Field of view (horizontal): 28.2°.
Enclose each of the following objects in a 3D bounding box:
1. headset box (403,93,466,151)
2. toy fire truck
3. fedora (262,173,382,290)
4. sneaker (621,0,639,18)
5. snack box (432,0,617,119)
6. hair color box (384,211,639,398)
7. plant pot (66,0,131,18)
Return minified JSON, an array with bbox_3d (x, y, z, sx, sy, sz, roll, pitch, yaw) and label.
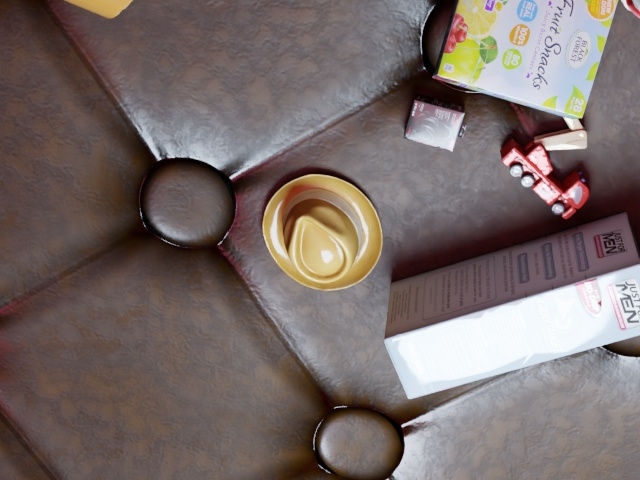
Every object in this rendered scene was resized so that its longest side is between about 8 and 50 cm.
[{"bbox_3d":[0.167,-0.168,1.832,0.083,0.032,0.062,16,116,0],"label":"headset box"},{"bbox_3d":[0.332,-0.135,1.821,0.192,0.047,0.135,40,112,-13],"label":"toy fire truck"},{"bbox_3d":[0.000,0.000,1.904,0.194,0.079,0.194,2,115,5],"label":"fedora"},{"bbox_3d":[0.415,-0.338,1.599,0.314,0.136,0.116,29,140,36],"label":"sneaker"},{"bbox_3d":[0.276,-0.275,1.720,0.207,0.070,0.175,15,94,-3],"label":"snack box"},{"bbox_3d":[0.289,0.094,1.857,0.374,0.185,0.114,-18,112,14],"label":"hair color box"},{"bbox_3d":[-0.324,-0.401,1.699,0.188,0.205,0.205,33,115,-27],"label":"plant pot"}]
